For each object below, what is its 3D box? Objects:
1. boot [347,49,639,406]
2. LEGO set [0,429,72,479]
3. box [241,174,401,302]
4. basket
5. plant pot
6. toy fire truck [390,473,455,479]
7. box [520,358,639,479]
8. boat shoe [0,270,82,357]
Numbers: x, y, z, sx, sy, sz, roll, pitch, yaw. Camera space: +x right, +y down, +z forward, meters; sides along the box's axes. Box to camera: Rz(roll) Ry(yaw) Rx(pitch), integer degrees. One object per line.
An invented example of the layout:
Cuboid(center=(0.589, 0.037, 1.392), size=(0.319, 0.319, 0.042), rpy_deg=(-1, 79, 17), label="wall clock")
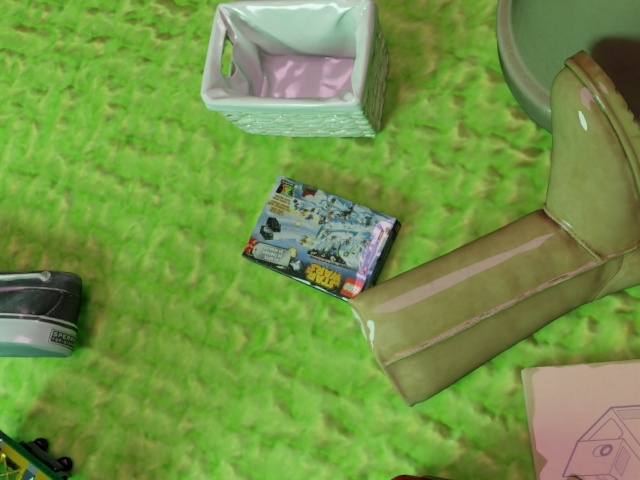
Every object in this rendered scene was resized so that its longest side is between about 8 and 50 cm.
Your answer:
Cuboid(center=(0.146, 0.005, 0.690), size=(0.270, 0.236, 0.089), rpy_deg=(-27, 27, 9), label="boot")
Cuboid(center=(-0.358, 0.299, 0.728), size=(0.255, 0.331, 0.192), rpy_deg=(31, 95, 9), label="LEGO set")
Cuboid(center=(0.000, 0.000, 0.829), size=(0.137, 0.027, 0.094), rpy_deg=(23, 83, 22), label="box")
Cuboid(center=(-0.019, -0.170, 0.837), size=(0.167, 0.103, 0.113), rpy_deg=(4, 78, 18), label="basket")
Cuboid(center=(0.269, -0.227, 0.690), size=(0.263, 0.229, 0.263), rpy_deg=(-5, 74, 18), label="plant pot")
Cuboid(center=(0.054, 0.291, 0.621), size=(0.159, 0.246, 0.217), rpy_deg=(6, 79, 19), label="toy fire truck")
Cuboid(center=(0.264, 0.202, 0.697), size=(0.164, 0.021, 0.201), rpy_deg=(-8, 75, 16), label="box")
Cuboid(center=(-0.408, 0.065, 0.904), size=(0.306, 0.113, 0.105), rpy_deg=(0, 70, 15), label="boat shoe")
